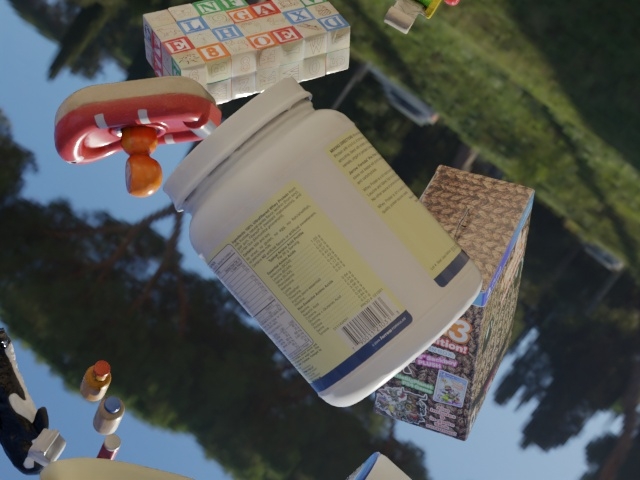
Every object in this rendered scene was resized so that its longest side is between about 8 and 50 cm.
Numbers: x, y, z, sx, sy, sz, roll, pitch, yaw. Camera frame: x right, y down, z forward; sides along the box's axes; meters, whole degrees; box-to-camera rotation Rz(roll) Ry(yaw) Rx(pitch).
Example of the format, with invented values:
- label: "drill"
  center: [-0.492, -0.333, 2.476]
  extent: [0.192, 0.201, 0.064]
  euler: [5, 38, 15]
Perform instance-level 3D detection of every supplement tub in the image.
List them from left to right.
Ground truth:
- label: "supplement tub"
  center: [0.000, 0.000, 1.416]
  extent: [0.325, 0.235, 0.235]
  euler: [49, -166, 1]

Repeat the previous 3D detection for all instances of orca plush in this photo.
- label: "orca plush"
  center: [-0.585, 0.313, 2.304]
  extent: [0.151, 0.287, 0.102]
  euler: [16, -152, 42]

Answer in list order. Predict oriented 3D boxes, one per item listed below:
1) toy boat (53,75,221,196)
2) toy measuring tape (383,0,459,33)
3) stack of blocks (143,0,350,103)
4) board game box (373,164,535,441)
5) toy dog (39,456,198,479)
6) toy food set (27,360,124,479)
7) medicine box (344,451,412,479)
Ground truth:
- label: "toy boat"
  center: [-0.252, -0.134, 1.718]
  extent: [0.231, 0.151, 0.151]
  euler: [-6, 169, 11]
- label: "toy measuring tape"
  center: [0.152, -0.371, 1.723]
  extent: [0.121, 0.121, 0.330]
  euler: [35, -156, -1]
- label: "stack of blocks"
  center: [-0.121, -0.324, 2.039]
  extent: [0.297, 0.087, 0.171]
  euler: [-17, -135, -20]
- label: "board game box"
  center: [0.184, 0.087, 1.737]
  extent: [0.141, 0.291, 0.232]
  euler: [16, -137, 17]
- label: "toy dog"
  center: [-0.233, 0.372, 0.879]
  extent: [0.395, 0.284, 0.408]
  euler: [41, -146, -52]
- label: "toy food set"
  center: [-0.355, 0.297, 1.829]
  extent: [0.111, 0.232, 0.104]
  euler: [33, 149, 0]
- label: "medicine box"
  center: [0.054, 0.432, 1.380]
  extent: [0.263, 0.289, 0.149]
  euler: [42, -151, 0]
